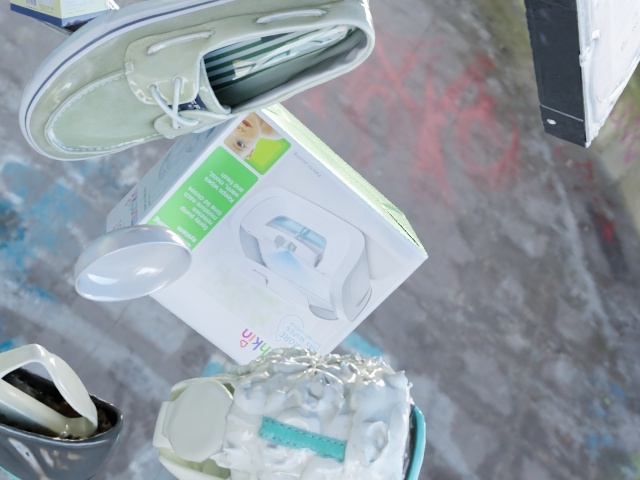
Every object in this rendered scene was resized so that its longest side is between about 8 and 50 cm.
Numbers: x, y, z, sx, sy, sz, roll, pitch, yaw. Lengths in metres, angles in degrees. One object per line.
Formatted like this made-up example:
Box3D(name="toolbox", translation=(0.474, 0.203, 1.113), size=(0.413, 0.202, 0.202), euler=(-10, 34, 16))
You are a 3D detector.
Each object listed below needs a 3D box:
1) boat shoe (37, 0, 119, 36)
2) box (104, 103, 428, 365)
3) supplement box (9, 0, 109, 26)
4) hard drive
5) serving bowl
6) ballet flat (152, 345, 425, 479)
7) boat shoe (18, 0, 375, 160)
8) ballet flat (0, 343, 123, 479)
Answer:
Box3D(name="boat shoe", translation=(-0.445, -0.420, 1.636), size=(0.335, 0.121, 0.119), euler=(36, 6, 8))
Box3D(name="box", translation=(-0.063, -0.005, 1.157), size=(0.262, 0.231, 0.127), euler=(41, 12, -22))
Box3D(name="supplement box", translation=(-0.243, -0.249, 0.981), size=(0.083, 0.083, 0.056), euler=(23, 32, 36))
Box3D(name="hard drive", translation=(0.284, -0.268, 1.042), size=(0.064, 0.237, 0.339), euler=(24, -15, 25))
Box3D(name="serving bowl", translation=(-0.132, 0.011, 0.742), size=(0.083, 0.083, 0.027), euler=(2, 59, -41))
Box3D(name="ballet flat", translation=(-0.050, 0.134, 0.768), size=(0.146, 0.409, 0.147), euler=(3, 77, -15))
Box3D(name="boat shoe", translation=(-0.101, -0.137, 0.839), size=(0.094, 0.302, 0.109), euler=(-107, 171, -49))
Box3D(name="ballet flat", translation=(-0.248, 0.087, 0.746), size=(0.280, 0.096, 0.095), euler=(40, 20, -40))
